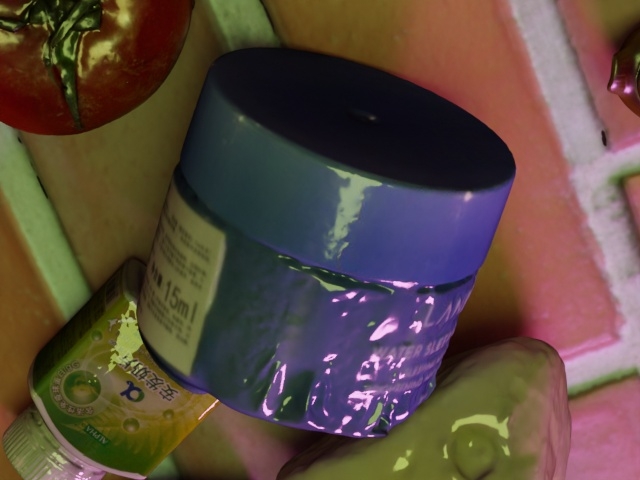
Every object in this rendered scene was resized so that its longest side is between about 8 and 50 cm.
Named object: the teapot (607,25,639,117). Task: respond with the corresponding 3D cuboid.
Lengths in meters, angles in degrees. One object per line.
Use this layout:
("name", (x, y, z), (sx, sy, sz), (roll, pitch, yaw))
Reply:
("teapot", (0.292, -0.131, 1.486), (0.129, 0.078, 0.098), (7, 112, -7))

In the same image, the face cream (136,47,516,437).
("face cream", (0.000, 0.000, 1.428), (0.249, 0.249, 0.225), (15, 115, -11))

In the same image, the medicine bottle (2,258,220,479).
("medicine bottle", (-0.173, 0.128, 1.553), (0.132, 0.088, 0.188), (40, 104, -19))

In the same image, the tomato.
("tomato", (-0.207, -0.182, 1.415), (0.228, 0.101, 0.228), (-3, 111, -7))

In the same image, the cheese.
("cheese", (0.099, 0.183, 1.550), (0.251, 0.173, 0.248), (22, 92, 15))
